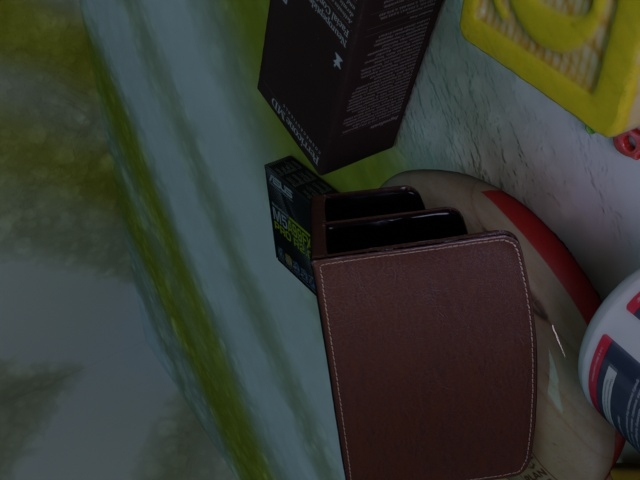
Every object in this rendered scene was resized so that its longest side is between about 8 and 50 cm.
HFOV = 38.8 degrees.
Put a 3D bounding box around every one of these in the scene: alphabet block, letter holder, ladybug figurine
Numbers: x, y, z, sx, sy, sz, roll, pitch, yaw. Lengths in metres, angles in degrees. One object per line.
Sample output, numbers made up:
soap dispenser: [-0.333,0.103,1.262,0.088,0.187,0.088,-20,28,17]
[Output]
alphabet block: [0.249,-0.226,0.704,0.192,0.197,0.193,46,149,39]
letter holder: [0.114,0.103,0.987,0.152,0.214,0.302,-91,-7,-63]
ladybug figurine: [0.225,0.101,1.099,0.449,0.162,0.305,60,154,16]

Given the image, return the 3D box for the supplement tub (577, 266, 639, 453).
supplement tub: [0.368,0.145,0.761,0.272,0.191,0.191,-129,26,-52]

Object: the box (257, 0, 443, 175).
box: [0.033,-0.283,1.188,0.191,0.143,0.381,55,156,24]

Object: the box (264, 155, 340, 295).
box: [0.000,0.000,1.615,0.270,0.060,0.216,41,146,45]

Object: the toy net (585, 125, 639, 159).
toy net: [0.320,-0.109,0.853,0.232,0.045,0.122,40,145,45]

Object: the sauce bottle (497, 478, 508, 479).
sauce bottle: [0.228,0.313,1.364,0.344,0.111,0.111,54,154,30]

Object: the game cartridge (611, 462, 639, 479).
game cartridge: [0.425,0.384,0.965,0.323,0.052,0.285,146,118,-68]
